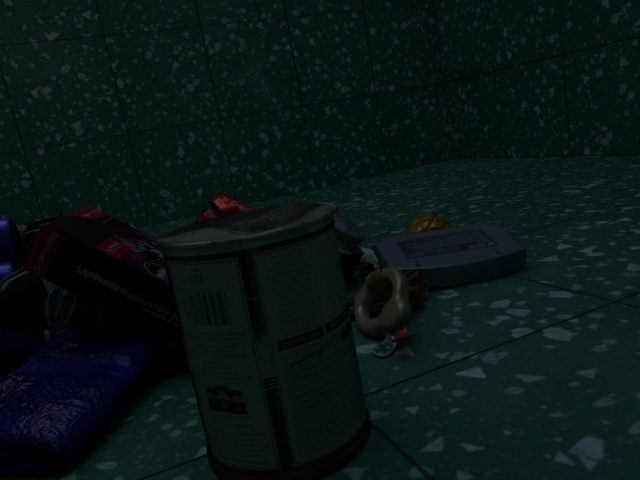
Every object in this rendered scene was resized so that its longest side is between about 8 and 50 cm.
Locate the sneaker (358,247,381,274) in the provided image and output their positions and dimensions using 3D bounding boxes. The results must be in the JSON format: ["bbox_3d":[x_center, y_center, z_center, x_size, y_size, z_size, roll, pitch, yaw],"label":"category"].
[{"bbox_3d":[0.115,0.054,1.345,0.061,0.053,0.152,-20,15,-29],"label":"sneaker"}]

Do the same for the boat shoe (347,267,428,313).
[{"bbox_3d":[0.119,0.096,1.086,0.183,0.066,0.066,-12,4,-18],"label":"boat shoe"}]

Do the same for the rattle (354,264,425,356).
[{"bbox_3d":[0.143,0.141,0.955,0.130,0.142,0.199,-42,29,3],"label":"rattle"}]

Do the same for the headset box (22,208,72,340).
[{"bbox_3d":[-0.572,0.072,1.269,0.131,0.282,0.246,-15,12,-23],"label":"headset box"}]

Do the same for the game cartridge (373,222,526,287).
[{"bbox_3d":[0.279,0.032,1.217,0.295,0.060,0.196,-8,19,-5],"label":"game cartridge"}]

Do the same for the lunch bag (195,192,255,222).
[{"bbox_3d":[-0.153,0.011,1.203,0.120,0.258,0.293,-40,27,-14],"label":"lunch bag"}]

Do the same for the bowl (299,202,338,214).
[{"bbox_3d":[-0.085,0.001,1.510,0.290,0.155,0.289,-10,11,2],"label":"bowl"}]

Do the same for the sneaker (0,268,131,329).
[{"bbox_3d":[-0.429,0.110,1.033,0.146,0.122,0.331,14,9,32],"label":"sneaker"}]

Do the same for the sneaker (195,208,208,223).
[{"bbox_3d":[-0.280,-0.033,1.782,0.125,0.179,0.321,-4,13,27],"label":"sneaker"}]

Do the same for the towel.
[{"bbox_3d":[-0.393,0.220,0.836,0.228,0.076,0.308,-8,18,13],"label":"towel"}]

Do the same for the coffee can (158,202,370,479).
[{"bbox_3d":[-0.060,0.110,0.658,0.202,0.275,0.201,-9,11,2],"label":"coffee can"}]

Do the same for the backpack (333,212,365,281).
[{"bbox_3d":[0.000,0.000,1.286,0.189,0.144,0.166,27,11,16],"label":"backpack"}]

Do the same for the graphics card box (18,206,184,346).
[{"bbox_3d":[-0.298,0.073,0.994,0.371,0.094,0.233,30,6,-9],"label":"graphics card box"}]

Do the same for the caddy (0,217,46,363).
[{"bbox_3d":[-0.666,0.111,1.087,0.179,0.341,0.241,-11,54,-19],"label":"caddy"}]

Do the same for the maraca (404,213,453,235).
[{"bbox_3d":[0.288,-0.003,1.378,0.127,0.099,0.186,-23,41,-20],"label":"maraca"}]

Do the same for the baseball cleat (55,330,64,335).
[{"bbox_3d":[-0.430,0.201,1.090,0.206,0.072,0.110,15,19,43],"label":"baseball cleat"}]
